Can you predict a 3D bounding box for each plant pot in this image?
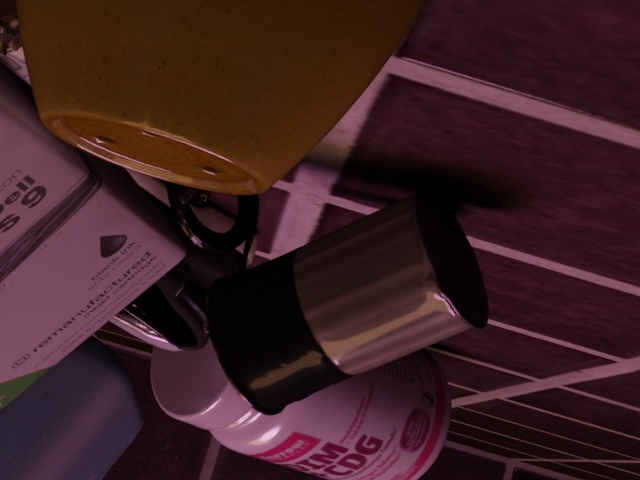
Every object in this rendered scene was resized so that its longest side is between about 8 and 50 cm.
[{"bbox_3d":[-0.035,-0.069,0.417,0.134,0.095,0.134,16,170,3],"label":"plant pot"},{"bbox_3d":[-0.293,0.122,1.066,0.247,0.247,0.252,34,156,6],"label":"plant pot"}]

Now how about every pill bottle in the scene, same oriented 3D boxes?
[{"bbox_3d":[-0.017,0.144,1.412,0.283,0.160,0.160,24,168,-40],"label":"pill bottle"}]

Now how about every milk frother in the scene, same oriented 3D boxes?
[{"bbox_3d":[0.000,0.000,0.789,0.134,0.129,0.143,-25,120,20],"label":"milk frother"}]

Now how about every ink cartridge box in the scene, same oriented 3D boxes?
[{"bbox_3d":[-0.212,0.000,0.696,0.121,0.211,0.289,50,180,16],"label":"ink cartridge box"}]

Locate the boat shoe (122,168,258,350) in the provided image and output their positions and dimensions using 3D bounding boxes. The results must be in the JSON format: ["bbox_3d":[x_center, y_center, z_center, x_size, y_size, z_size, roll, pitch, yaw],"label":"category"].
[{"bbox_3d":[-0.171,-0.001,0.979,0.127,0.113,0.340,11,169,31],"label":"boat shoe"}]

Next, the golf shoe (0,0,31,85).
[{"bbox_3d":[-0.110,-0.093,0.562,0.086,0.069,0.176,34,178,33],"label":"golf shoe"}]

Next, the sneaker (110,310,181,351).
[{"bbox_3d":[-0.195,0.008,1.219,0.258,0.094,0.091,23,141,-20],"label":"sneaker"}]
